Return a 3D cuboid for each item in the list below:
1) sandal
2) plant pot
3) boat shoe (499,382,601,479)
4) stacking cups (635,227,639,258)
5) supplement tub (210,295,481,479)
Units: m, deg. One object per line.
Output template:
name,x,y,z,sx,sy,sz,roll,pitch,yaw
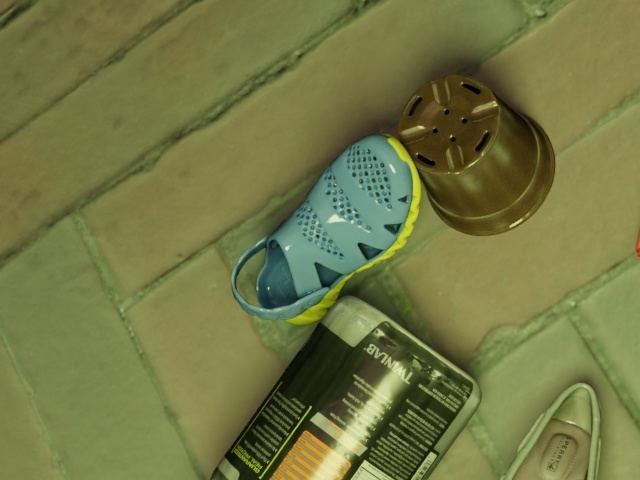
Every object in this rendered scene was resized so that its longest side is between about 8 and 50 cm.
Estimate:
sandal,0.000,0.000,2.028,0.126,0.138,0.317,53,128,23
plant pot,0.176,-0.108,2.045,0.167,0.165,0.167,-8,70,22
boat shoe,0.233,0.286,1.829,0.118,0.103,0.320,21,43,12
stacking cups,0.434,-0.124,1.991,0.096,0.096,0.316,8,80,26
supplement tub,0.013,0.249,1.966,0.207,0.207,0.338,35,88,29
